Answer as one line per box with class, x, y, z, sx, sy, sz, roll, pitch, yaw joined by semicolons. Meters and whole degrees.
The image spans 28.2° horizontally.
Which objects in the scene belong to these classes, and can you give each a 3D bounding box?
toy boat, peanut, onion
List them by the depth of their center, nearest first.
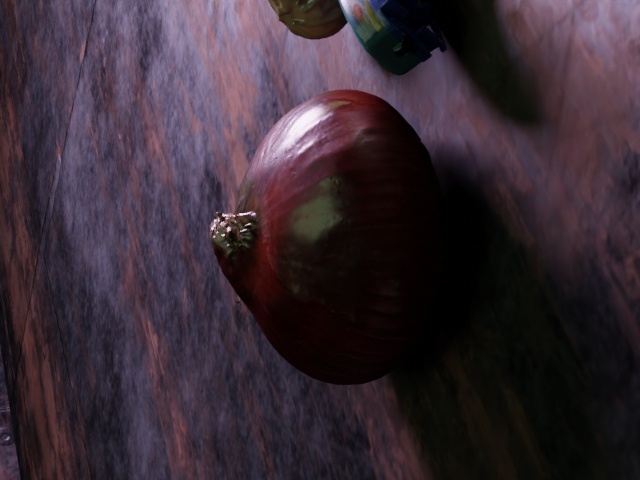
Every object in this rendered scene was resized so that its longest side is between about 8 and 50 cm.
toy boat;0.065;-0.218;0.986;0.110;0.091;0.175;-37;46;21
onion;0.011;0.001;1.018;0.248;0.161;0.248;41;144;40
peanut;-0.009;-0.284;1.110;0.090;0.098;0.214;-159;72;-76
